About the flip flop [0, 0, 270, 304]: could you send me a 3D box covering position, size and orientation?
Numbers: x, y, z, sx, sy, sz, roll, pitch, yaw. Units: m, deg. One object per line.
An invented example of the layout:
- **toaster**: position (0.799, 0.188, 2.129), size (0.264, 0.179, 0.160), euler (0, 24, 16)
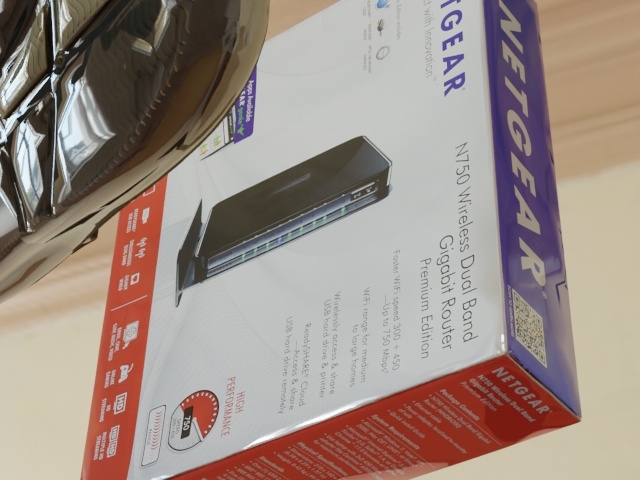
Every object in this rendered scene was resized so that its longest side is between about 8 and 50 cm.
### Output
- **flip flop**: position (-0.099, -0.035, 0.414), size (0.080, 0.112, 0.277), euler (-18, -5, -46)

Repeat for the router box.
- **router box**: position (0.000, 0.000, 0.874), size (0.301, 0.335, 0.082), euler (-25, -46, 28)
